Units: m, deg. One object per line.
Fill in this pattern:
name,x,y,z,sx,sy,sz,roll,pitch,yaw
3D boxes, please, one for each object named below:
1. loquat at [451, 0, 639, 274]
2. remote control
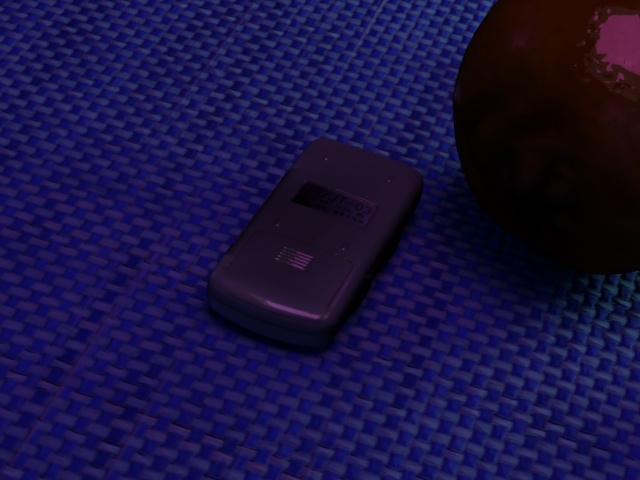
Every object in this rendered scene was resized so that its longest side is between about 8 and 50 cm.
loquat,0.287,-0.128,1.720,0.328,0.328,0.328,7,37,-5
remote control,0.000,0.000,1.690,0.140,0.056,0.296,18,39,13
